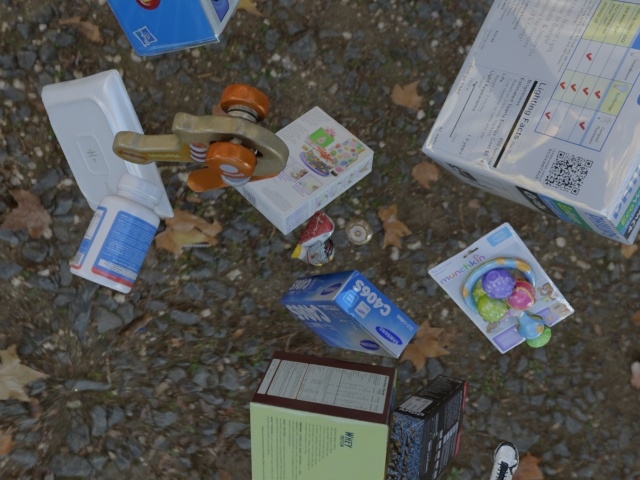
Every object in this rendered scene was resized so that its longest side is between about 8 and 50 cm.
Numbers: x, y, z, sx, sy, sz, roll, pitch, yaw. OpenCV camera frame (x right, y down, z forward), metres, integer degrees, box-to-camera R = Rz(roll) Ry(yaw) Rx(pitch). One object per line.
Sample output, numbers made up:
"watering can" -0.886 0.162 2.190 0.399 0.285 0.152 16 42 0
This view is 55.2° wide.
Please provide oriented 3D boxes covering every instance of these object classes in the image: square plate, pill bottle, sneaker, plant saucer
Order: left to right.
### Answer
"square plate" -0.514 -0.207 1.433 0.049 0.347 0.343 -36 119 -40
"pill bottle" -0.399 -0.016 1.230 0.124 0.124 0.221 24 79 -15
"sneaker" 0.000 0.000 1.419 0.093 0.225 0.088 27 71 -4
"plant saucer" 0.110 -0.022 1.776 0.083 0.083 0.015 47 27 -6
"sneaker" 0.300 0.385 1.005 0.040 0.044 0.109 13 93 18

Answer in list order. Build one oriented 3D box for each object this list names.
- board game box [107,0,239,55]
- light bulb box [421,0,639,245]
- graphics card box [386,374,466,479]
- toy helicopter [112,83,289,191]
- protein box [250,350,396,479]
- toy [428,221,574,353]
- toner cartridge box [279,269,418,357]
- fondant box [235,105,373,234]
"board game box" -0.148 -0.380 0.547 0.301 0.086 0.308 -78 154 -44
"light bulb box" 0.442 -0.232 1.094 0.225 0.361 0.357 19 98 -52
"graphics card box" 0.290 0.522 1.647 0.371 0.094 0.232 -9 106 -61
"toy helicopter" -0.224 -0.167 1.145 0.355 0.235 0.140 4 73 22
"protein box" 0.008 0.303 0.957 0.201 0.136 0.199 7 116 11
"toy" 0.288 0.093 0.934 0.237 0.137 0.056 43 21 -33
"toner cartridge box" 0.042 0.146 1.235 0.165 0.348 0.075 41 73 -11
"fondant box" -0.052 -0.200 1.696 0.330 0.096 0.238 -38 65 -20
